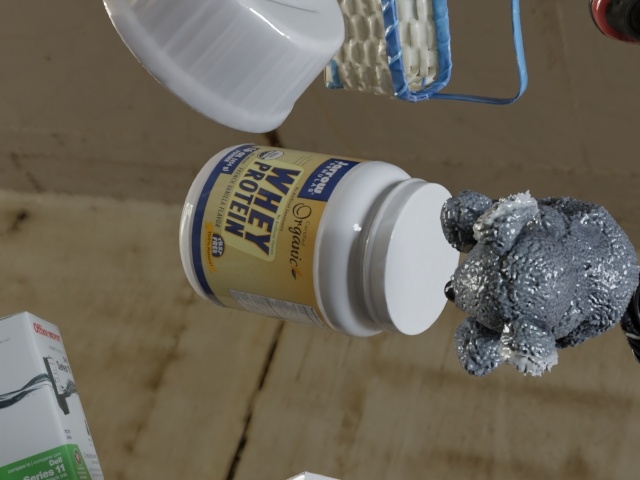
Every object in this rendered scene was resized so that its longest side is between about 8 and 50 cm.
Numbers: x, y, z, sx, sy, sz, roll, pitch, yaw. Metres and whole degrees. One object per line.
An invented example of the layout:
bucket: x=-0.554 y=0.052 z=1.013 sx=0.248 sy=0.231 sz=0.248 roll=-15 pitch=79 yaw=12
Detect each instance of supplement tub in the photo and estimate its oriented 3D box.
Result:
supplement tub: x=0.000 y=0.000 z=1.599 sx=0.316 sy=0.228 sz=0.228 roll=10 pitch=-27 yaw=32

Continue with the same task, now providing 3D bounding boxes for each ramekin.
ramekin: x=-0.102 y=-0.271 z=1.405 sx=0.277 sy=0.277 sz=0.135 roll=33 pitch=-59 yaw=-26

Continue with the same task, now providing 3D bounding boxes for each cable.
cable: x=0.458 y=0.087 z=1.532 sx=0.184 sy=0.150 sz=0.047 roll=-27 pitch=-20 yaw=32

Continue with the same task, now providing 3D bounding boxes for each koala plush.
koala plush: x=0.202 y=0.035 z=1.203 sx=0.203 sy=0.196 sz=0.221 roll=-7 pitch=-3 yaw=19

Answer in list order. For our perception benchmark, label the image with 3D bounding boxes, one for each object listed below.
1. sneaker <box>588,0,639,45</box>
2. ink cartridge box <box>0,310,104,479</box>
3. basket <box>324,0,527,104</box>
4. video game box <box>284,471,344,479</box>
sneaker: x=0.350 y=-0.186 z=0.983 sx=0.276 sy=0.135 sz=0.097 roll=4 pitch=-57 yaw=20
ink cartridge box: x=-0.329 y=0.196 z=1.406 sx=0.087 sy=0.208 sz=0.153 roll=-19 pitch=-10 yaw=-2
basket: x=0.144 y=-0.320 z=1.725 sx=0.289 sy=0.201 sz=0.254 roll=6 pitch=-67 yaw=30
video game box: x=-0.002 y=0.296 z=1.235 sx=0.205 sy=0.048 sz=0.187 roll=22 pitch=-42 yaw=-39
